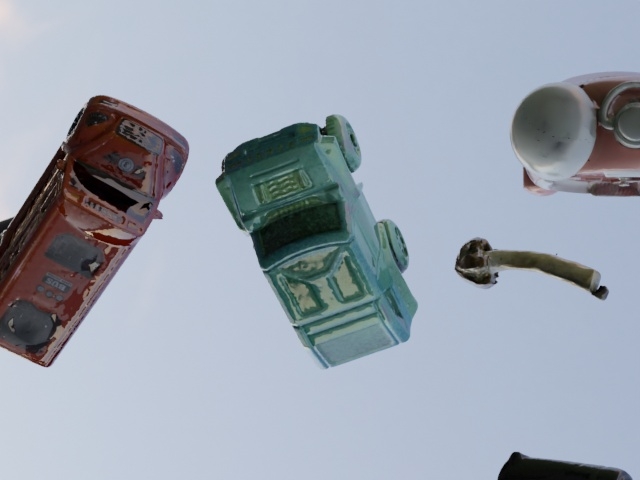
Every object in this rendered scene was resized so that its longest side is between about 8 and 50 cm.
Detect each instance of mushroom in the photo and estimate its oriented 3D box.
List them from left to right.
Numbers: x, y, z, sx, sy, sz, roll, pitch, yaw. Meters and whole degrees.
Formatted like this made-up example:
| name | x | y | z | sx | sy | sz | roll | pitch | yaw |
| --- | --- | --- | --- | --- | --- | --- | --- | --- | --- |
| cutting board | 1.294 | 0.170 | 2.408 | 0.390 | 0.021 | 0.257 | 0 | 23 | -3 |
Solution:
| name | x | y | z | sx | sy | sz | roll | pitch | yaw |
| --- | --- | --- | --- | --- | --- | --- | --- | --- | --- |
| mushroom | 0.243 | 0.035 | 2.020 | 0.187 | 0.061 | 0.060 | 9 | -90 | 26 |

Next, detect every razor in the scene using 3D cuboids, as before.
| name | x | y | z | sx | sy | sz | roll | pitch | yaw |
| --- | --- | --- | --- | --- | --- | --- | --- | --- | --- |
| razor | 0.252 | 0.273 | 1.817 | 0.148 | 0.054 | 0.090 | 6 | -108 | 38 |

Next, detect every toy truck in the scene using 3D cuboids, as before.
| name | x | y | z | sx | sy | sz | roll | pitch | yaw |
| --- | --- | --- | --- | --- | --- | --- | --- | --- | --- |
| toy truck | -0.222 | -0.006 | 1.596 | 0.252 | 0.107 | 0.114 | -52 | -162 | 30 |
| toy truck | 0.000 | 0.000 | 1.927 | 0.155 | 0.279 | 0.156 | -19 | -147 | 12 |

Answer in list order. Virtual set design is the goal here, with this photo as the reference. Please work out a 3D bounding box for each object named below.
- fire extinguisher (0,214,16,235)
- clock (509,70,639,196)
| name | x | y | z | sx | sy | sz | roll | pitch | yaw |
| --- | --- | --- | --- | --- | --- | --- | --- | --- | --- |
| fire extinguisher | -0.340 | -0.003 | 2.168 | 0.268 | 0.089 | 0.072 | -17 | -127 | 36 |
| clock | 0.215 | -0.080 | 1.231 | 0.162 | 0.166 | 0.092 | 22 | 70 | -86 |
